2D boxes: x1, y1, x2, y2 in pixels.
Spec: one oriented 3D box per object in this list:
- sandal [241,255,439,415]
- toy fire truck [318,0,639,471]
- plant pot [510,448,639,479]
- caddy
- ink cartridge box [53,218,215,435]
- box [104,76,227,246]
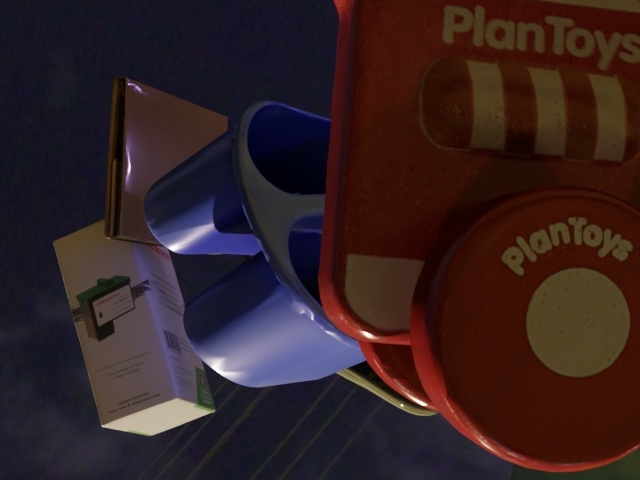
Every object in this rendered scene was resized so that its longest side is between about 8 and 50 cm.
[{"bbox_3d":[0.025,0.109,1.246,0.303,0.086,0.120,40,-112,2],"label":"sandal"},{"bbox_3d":[0.145,-0.041,0.444,0.302,0.169,0.253,4,-91,-7],"label":"toy fire truck"},{"bbox_3d":[0.404,0.316,1.398,0.290,0.195,0.290,-23,-61,-51],"label":"plant pot"},{"bbox_3d":[0.000,0.000,0.981,0.341,0.179,0.241,5,-119,-61],"label":"caddy"},{"bbox_3d":[-0.208,0.098,1.180,0.093,0.160,0.219,-21,-107,4],"label":"ink cartridge box"},{"bbox_3d":[-0.161,-0.074,1.128,0.201,0.021,0.164,12,-102,-63],"label":"box"}]
